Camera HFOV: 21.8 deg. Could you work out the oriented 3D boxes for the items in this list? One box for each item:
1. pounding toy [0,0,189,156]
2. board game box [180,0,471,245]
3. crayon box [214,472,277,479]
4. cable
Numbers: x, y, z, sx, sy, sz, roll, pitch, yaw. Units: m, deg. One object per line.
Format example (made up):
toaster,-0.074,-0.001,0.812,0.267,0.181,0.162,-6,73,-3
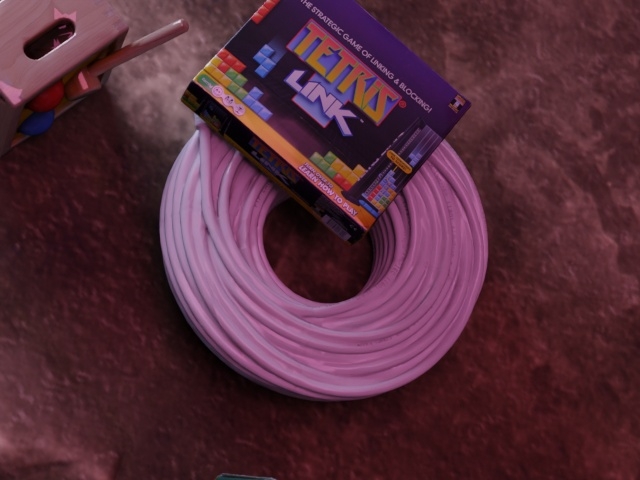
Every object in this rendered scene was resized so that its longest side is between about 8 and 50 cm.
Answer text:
pounding toy,-0.193,-0.137,1.249,0.141,0.130,0.100,-39,87,-23
board game box,0.005,-0.104,1.245,0.170,0.048,0.141,40,68,-2
crayon box,-0.058,0.350,1.129,0.203,0.083,0.323,41,65,-24
cable,0.000,0.000,1.288,0.257,0.089,0.257,16,70,-12
